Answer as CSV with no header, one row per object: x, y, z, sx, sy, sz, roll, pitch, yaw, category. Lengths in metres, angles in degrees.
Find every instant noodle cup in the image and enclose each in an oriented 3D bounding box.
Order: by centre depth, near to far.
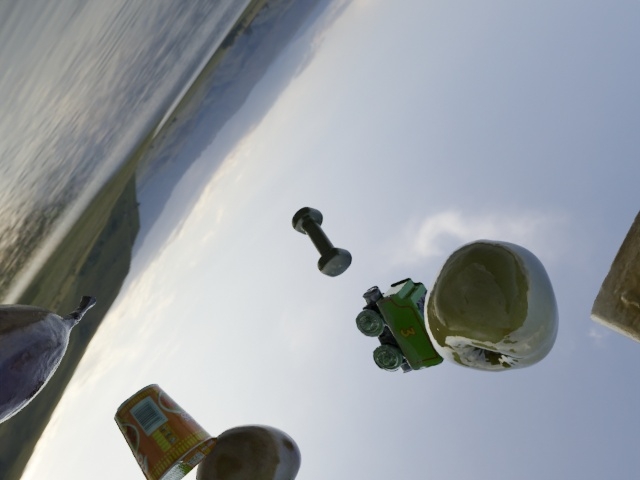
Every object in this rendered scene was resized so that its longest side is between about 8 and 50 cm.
-0.348,0.420,1.010,0.168,0.185,0.168,-41,159,-20,instant noodle cup

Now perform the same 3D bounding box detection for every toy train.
0.272,0.283,1.536,0.249,0.307,0.173,-27,-178,35,toy train

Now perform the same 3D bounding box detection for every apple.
0.331,0.128,0.904,0.262,0.262,0.262,-42,-154,27,apple
-0.181,0.583,1.172,0.256,0.234,0.256,-59,165,-26,apple

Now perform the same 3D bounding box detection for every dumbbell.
0.000,0.000,0.673,0.046,0.052,0.118,-51,-133,20,dumbbell

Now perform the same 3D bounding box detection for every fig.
-0.405,0.139,0.612,0.274,0.170,0.145,-34,131,-63,fig

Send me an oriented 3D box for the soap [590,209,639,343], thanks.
0.317,0.040,0.330,0.232,0.073,0.140,-117,-132,-82,soap
